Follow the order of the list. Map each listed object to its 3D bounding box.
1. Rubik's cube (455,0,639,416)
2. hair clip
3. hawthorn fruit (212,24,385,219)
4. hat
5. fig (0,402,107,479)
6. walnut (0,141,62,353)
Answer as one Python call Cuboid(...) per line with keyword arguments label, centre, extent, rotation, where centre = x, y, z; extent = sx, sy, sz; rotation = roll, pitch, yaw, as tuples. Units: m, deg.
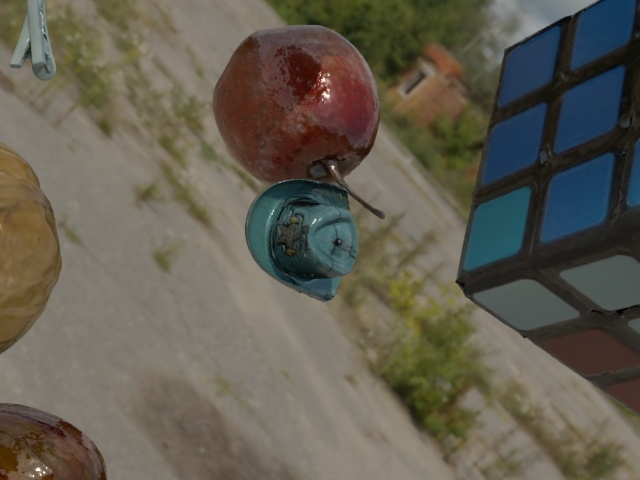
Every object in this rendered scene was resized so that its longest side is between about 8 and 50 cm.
Cuboid(label="Rubik's cube", centre=(0.184, -0.024, 0.633), extent=(0.163, 0.162, 0.160), rotation=(34, 55, -29))
Cuboid(label="hair clip", centre=(-0.237, -0.188, 1.082), extent=(0.039, 0.030, 0.115), rotation=(75, 14, -66))
Cuboid(label="hawthorn fruit", centre=(-0.032, -0.182, 1.775), extent=(0.235, 0.231, 0.263), rotation=(4, 17, -8))
Cuboid(label="hat", centre=(0.000, 0.000, 1.481), extent=(0.078, 0.138, 0.191), rotation=(5, -6, 38))
Cuboid(label="fig", centre=(-0.297, 0.213, 1.152), extent=(0.202, 0.149, 0.148), rotation=(29, 15, 10))
Cuboid(label="walnut", centre=(-0.306, 0.004, 0.958), extent=(0.222, 0.195, 0.195), rotation=(14, 31, -51))
